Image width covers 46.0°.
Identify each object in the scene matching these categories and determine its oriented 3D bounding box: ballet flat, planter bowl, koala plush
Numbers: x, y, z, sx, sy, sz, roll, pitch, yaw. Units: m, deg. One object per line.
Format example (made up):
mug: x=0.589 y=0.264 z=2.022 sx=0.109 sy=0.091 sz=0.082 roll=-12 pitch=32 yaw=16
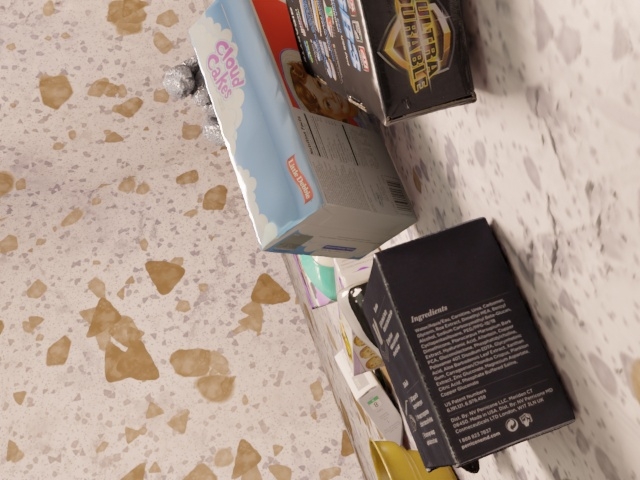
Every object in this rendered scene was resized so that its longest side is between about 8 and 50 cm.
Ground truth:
ballet flat: x=0.000 y=0.000 z=1.313 sx=0.247 sy=0.083 sz=0.087 roll=-117 pitch=25 yaw=-45
planter bowl: x=0.144 y=0.356 z=1.015 sx=0.217 sy=0.090 sz=0.217 roll=161 pitch=90 yaw=-84
koala plush: x=-0.154 y=-0.291 z=1.460 sx=0.196 sy=0.203 sz=0.221 roll=51 pitch=170 yaw=-35

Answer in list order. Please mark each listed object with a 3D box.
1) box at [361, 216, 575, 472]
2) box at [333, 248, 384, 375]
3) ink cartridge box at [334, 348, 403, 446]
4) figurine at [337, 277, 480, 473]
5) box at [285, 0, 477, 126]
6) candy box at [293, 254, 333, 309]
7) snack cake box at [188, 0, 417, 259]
box: x=0.104 y=0.088 z=0.589 sx=0.156 sy=0.093 sz=0.158 roll=91 pitch=158 yaw=-72
box: x=0.065 y=0.115 z=1.125 sx=0.324 sy=0.067 sz=0.063 roll=85 pitch=165 yaw=-60
ink cartridge box: x=0.119 y=0.318 z=1.399 sx=0.225 sy=0.056 sz=0.181 roll=54 pitch=180 yaw=-20
figurine: x=0.101 y=0.134 z=0.817 sx=0.215 sy=0.092 sz=0.209 roll=130 pitch=118 yaw=-84
box: x=0.007 y=-0.254 z=0.549 sx=0.293 sy=0.073 sz=0.296 roll=-126 pitch=19 yaw=-68
candy box: x=-0.006 y=0.049 z=1.516 sx=0.196 sy=0.070 sz=0.165 roll=119 pitch=132 yaw=-82
snack cake box: x=-0.021 y=-0.118 z=0.765 sx=0.152 sy=0.089 sz=0.264 roll=6 pitch=-123 yaw=-49
